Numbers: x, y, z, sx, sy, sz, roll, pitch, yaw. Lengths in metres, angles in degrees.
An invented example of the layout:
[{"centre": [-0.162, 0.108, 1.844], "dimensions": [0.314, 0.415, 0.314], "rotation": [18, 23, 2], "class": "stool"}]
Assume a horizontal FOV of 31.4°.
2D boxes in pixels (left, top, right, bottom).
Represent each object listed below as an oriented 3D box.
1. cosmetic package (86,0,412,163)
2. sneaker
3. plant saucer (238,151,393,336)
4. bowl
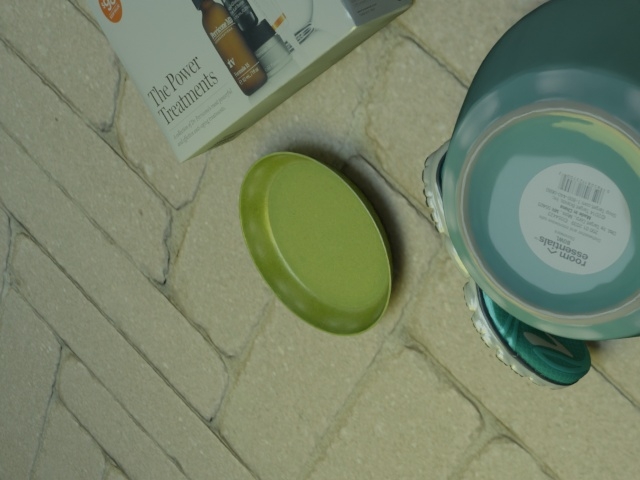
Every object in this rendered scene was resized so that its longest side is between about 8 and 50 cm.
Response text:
[{"centre": [-0.108, -0.283, 1.234], "dimensions": [0.377, 0.097, 0.284], "rotation": [-29, 90, 52], "class": "cosmetic package"}, {"centre": [0.195, 0.021, 1.112], "dimensions": [0.110, 0.107, 0.275], "rotation": [-22, 98, 42], "class": "sneaker"}, {"centre": [0.000, 0.000, 1.353], "dimensions": [0.241, 0.037, 0.241], "rotation": [26, 131, 33], "class": "plant saucer"}, {"centre": [0.223, -0.044, 0.928], "dimensions": [0.311, 0.163, 0.312], "rotation": [12, 113, 29], "class": "bowl"}]
